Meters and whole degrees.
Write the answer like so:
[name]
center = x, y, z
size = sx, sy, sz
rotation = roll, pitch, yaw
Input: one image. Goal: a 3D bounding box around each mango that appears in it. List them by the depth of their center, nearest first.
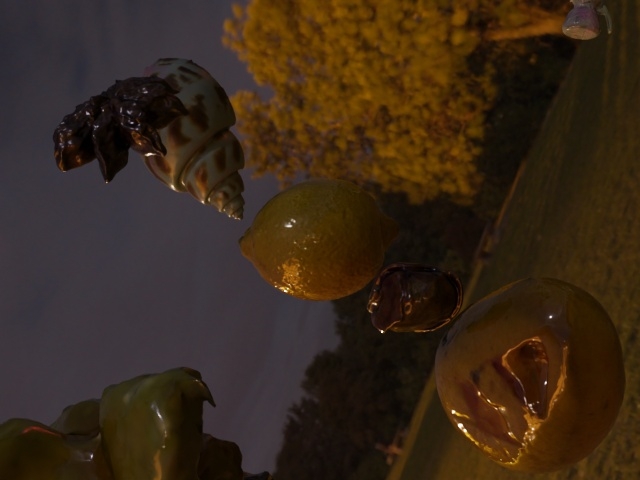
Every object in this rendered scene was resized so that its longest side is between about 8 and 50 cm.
[mango]
center = 0.282, 0.173, 1.050
size = 0.182, 0.253, 0.365
rotation = -31, -26, -28

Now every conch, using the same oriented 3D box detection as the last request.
[conch]
center = -0.280, -0.218, 1.744
size = 0.249, 0.368, 0.197
rotation = -39, 20, 30

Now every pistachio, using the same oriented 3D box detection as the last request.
[pistachio]
center = 0.185, 0.117, 1.546
size = 0.165, 0.210, 0.130
rotation = 56, -151, -21

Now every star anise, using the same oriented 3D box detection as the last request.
[star anise]
center = -0.345, -0.202, 1.305
size = 0.109, 0.223, 0.236
rotation = 68, -147, -43

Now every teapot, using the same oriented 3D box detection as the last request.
[teapot]
center = 0.464, -0.385, 1.351
size = 0.064, 0.083, 0.064
rotation = 23, -102, -82

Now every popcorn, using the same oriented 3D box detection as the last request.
[popcorn]
center = -0.149, 0.263, 0.586
size = 0.290, 0.325, 0.321
rotation = -53, -16, -22

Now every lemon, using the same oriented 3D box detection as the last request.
[lemon]
center = 0.000, 0.000, 1.173
size = 0.187, 0.244, 0.187
rotation = 176, 90, -82
